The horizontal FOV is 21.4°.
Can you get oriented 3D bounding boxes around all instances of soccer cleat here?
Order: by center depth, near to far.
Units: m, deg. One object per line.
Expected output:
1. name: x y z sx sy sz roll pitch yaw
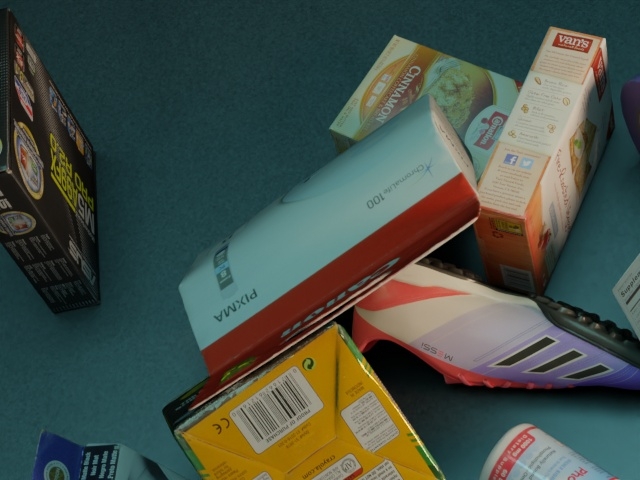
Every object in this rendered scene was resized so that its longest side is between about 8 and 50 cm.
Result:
1. soccer cleat: 0.183 0.103 1.683 0.318 0.108 0.116 19 93 16

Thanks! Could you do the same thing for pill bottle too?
1. pill bottle: 0.233 0.244 1.574 0.160 0.087 0.087 31 70 29

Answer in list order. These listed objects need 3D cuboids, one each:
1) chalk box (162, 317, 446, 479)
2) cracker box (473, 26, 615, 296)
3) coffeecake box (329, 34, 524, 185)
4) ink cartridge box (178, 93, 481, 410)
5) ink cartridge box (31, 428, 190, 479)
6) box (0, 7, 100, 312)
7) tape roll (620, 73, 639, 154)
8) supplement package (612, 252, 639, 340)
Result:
1. chalk box: -0.027 0.187 1.594 0.180 0.289 0.179 -34 94 -6
2. cracker box: 0.232 -0.080 1.739 0.067 0.156 0.232 15 64 22
3. coffeecake box: 0.128 -0.125 1.848 0.185 0.068 0.142 24 67 26
4. ink cartridge box: 0.000 0.000 1.603 0.308 0.385 0.091 -34 96 9
5. ink cartridge box: -0.181 0.308 1.566 0.045 0.224 0.223 -21 51 37
6. box: -0.309 -0.081 1.812 0.060 0.270 0.216 -13 55 8
7. tape roll: 0.387 -0.100 1.691 0.080 0.189 0.189 -32 56 -6
8. supplement package: 0.402 0.095 1.567 0.139 0.134 0.244 -1 49 -31
